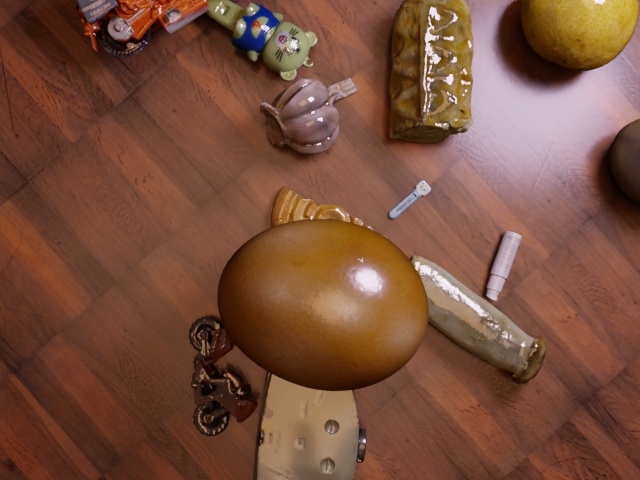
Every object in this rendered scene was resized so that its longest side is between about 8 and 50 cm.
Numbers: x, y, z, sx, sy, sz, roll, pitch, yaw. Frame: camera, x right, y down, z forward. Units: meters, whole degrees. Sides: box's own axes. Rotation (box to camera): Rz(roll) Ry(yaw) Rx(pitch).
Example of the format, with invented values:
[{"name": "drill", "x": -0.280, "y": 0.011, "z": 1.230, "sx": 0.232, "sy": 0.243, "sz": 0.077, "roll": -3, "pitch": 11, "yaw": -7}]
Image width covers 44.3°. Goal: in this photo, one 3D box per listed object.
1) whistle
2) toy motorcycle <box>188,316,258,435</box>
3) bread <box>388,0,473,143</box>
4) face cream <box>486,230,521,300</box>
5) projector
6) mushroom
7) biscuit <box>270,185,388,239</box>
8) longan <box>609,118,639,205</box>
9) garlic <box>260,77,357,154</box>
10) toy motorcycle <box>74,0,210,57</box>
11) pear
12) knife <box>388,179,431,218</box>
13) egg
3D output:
[{"name": "whistle", "x": -0.111, "y": -0.381, "z": 1.437, "sx": 0.227, "sy": 0.085, "sz": 0.105, "roll": 32, "pitch": 85, "yaw": 0}, {"name": "toy motorcycle", "x": -0.175, "y": 0.242, "z": 1.416, "sx": 0.118, "sy": 0.084, "sz": 0.213, "roll": -5, "pitch": 83, "yaw": 6}, {"name": "bread", "x": 0.201, "y": -0.317, "z": 1.425, "sx": 0.152, "sy": 0.130, "sz": 0.268, "roll": 1, "pitch": 88, "yaw": 7}, {"name": "face cream", "x": 0.338, "y": 0.048, "z": 1.461, "sx": 0.034, "sy": 0.034, "sz": 0.130, "roll": 20, "pitch": 87, "yaw": -1}, {"name": "projector", "x": -0.017, "y": 0.356, "z": 1.412, "sx": 0.193, "sy": 0.088, "sz": 0.270, "roll": 7, "pitch": 88, "yaw": -2}, {"name": "mushroom", "x": 0.272, "y": 0.145, "z": 1.436, "sx": 0.312, "sy": 0.081, "sz": 0.100, "roll": 34, "pitch": 84, "yaw": 4}, {"name": "biscuit", "x": 0.000, "y": 0.000, "z": 1.453, "sx": 0.224, "sy": 0.033, "sz": 0.145, "roll": 29, "pitch": 87, "yaw": 0}, {"name": "longan", "x": 0.616, "y": -0.139, "z": 1.420, "sx": 0.187, "sy": 0.167, "sz": 0.167, "roll": 36, "pitch": 87, "yaw": 21}, {"name": "garlic", "x": -0.002, "y": -0.235, "z": 1.431, "sx": 0.194, "sy": 0.127, "sz": 0.131, "roll": -29, "pitch": 122, "yaw": -30}, {"name": "toy motorcycle", "x": -0.300, "y": -0.480, "z": 1.404, "sx": 0.325, "sy": 0.148, "sz": 0.221, "roll": -32, "pitch": 87, "yaw": -1}, {"name": "pear", "x": 0.466, "y": -0.404, "z": 1.404, "sx": 0.208, "sy": 0.209, "sz": 0.209, "roll": 0, "pitch": 88, "yaw": -2}, {"name": "knife", "x": 0.166, "y": -0.074, "z": 1.472, "sx": 0.096, "sy": 0.010, "sz": 0.027, "roll": -41, "pitch": 89, "yaw": -3}, {"name": "egg", "x": 0.004, "y": 0.105, "z": 1.305, "sx": 0.351, "sy": 0.282, "sz": 0.283, "roll": 6, "pitch": 88, "yaw": 4}]
